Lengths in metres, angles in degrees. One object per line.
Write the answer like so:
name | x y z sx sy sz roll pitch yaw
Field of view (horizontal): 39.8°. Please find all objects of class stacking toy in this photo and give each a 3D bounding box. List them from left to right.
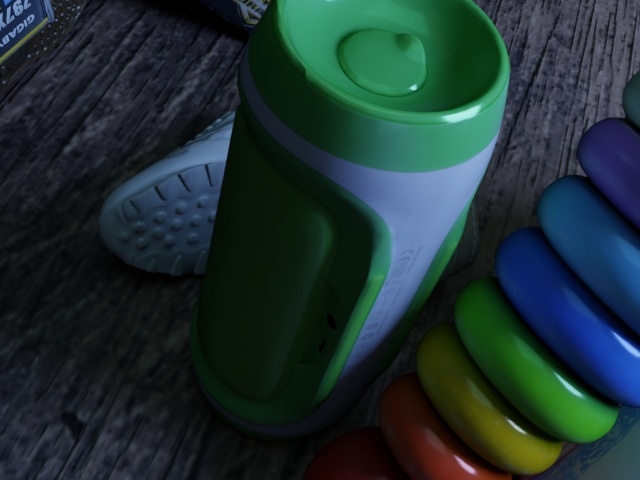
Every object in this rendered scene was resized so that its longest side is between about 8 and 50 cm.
stacking toy | 0.113 0.069 0.484 0.141 0.330 0.141 37 19 -15

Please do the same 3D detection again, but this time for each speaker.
speaker | 0.000 0.000 0.491 0.131 0.297 0.131 8 51 -10

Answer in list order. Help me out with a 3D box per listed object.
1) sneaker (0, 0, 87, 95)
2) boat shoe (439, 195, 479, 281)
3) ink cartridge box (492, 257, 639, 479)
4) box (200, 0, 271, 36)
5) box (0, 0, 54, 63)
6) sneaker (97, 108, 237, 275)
sneaker | -0.268 -0.170 0.699 0.086 0.064 0.192 28 54 0
boat shoe | 0.098 -0.094 0.720 0.098 0.109 0.302 4 47 -11
ink cartridge box | 0.228 0.137 0.495 0.119 0.207 0.354 36 40 -36
box | -0.125 -0.358 0.800 0.293 0.073 0.296 30 45 -30
box | -0.390 -0.136 0.590 0.257 0.079 0.322 34 65 10
sneaker | -0.066 -0.051 0.665 0.235 0.090 0.095 -24 45 -31
